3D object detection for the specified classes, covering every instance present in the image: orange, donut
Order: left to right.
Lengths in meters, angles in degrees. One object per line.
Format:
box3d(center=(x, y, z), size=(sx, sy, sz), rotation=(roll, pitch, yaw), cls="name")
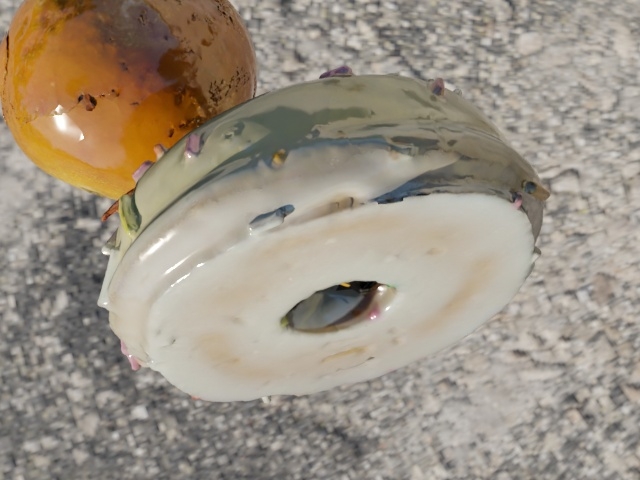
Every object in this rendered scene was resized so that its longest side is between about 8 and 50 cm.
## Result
box3d(center=(-0.179, -0.149, 1.246), size=(0.240, 0.240, 0.240), rotation=(4, 98, 29), cls="orange")
box3d(center=(0.000, 0.000, 1.126), size=(0.382, 0.382, 0.142), rotation=(-34, 56, 28), cls="donut")
